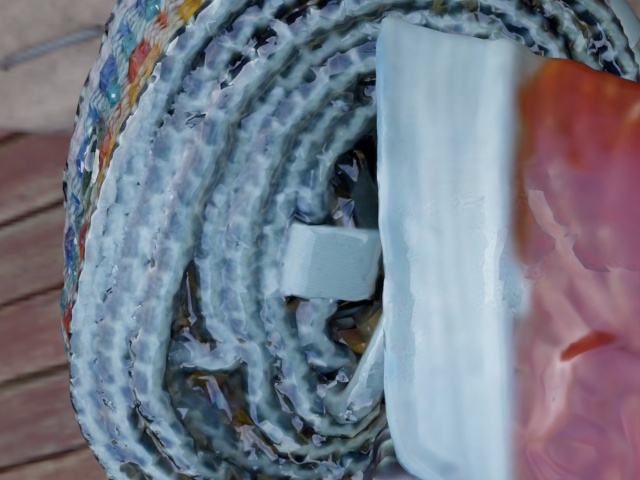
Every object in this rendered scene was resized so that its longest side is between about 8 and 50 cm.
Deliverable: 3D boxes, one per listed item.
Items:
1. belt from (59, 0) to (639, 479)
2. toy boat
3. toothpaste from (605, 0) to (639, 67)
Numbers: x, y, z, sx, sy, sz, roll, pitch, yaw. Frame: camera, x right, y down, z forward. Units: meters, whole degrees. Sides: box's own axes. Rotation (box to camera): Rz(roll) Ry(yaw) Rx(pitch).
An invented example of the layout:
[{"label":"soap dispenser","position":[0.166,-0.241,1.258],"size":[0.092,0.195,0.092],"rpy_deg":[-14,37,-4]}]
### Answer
[{"label":"belt","position":[0.000,0.000,0.744],"size":[0.295,0.207,0.160],"rpy_deg":[-63,22,13]},{"label":"toy boat","position":[0.047,0.100,0.541],"size":[0.133,0.145,0.332],"rpy_deg":[3,111,15]},{"label":"toothpaste","position":[0.130,-0.179,1.115],"size":[0.060,0.233,0.038],"rpy_deg":[-33,29,15]}]
